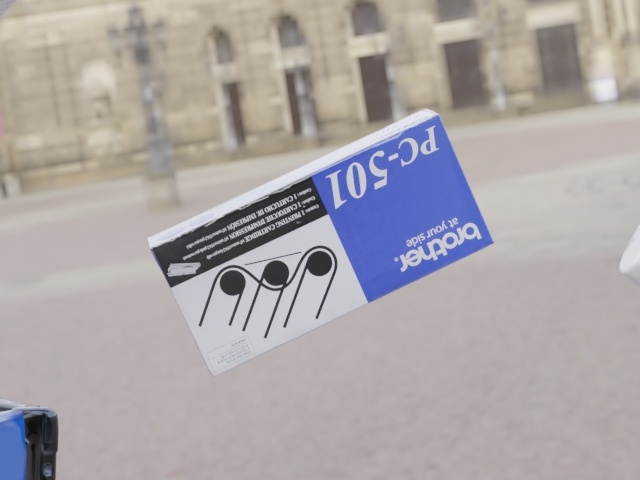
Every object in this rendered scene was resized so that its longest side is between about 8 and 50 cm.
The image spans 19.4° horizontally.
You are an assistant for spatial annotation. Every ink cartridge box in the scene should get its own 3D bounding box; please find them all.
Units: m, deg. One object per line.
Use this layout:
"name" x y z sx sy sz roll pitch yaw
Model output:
"ink cartridge box" 0.000 0.000 1.234 0.207 0.097 0.046 -26 13 -4

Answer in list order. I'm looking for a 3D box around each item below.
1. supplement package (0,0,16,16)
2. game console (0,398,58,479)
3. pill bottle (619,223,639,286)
"supplement package" -0.224 -0.237 1.019 0.262 0.204 0.145 -42 -7 17
"game console" -0.302 0.273 1.454 0.173 0.293 0.250 2 0 -42
"pill bottle" 0.292 0.043 1.098 0.221 0.124 0.124 35 4 -1
